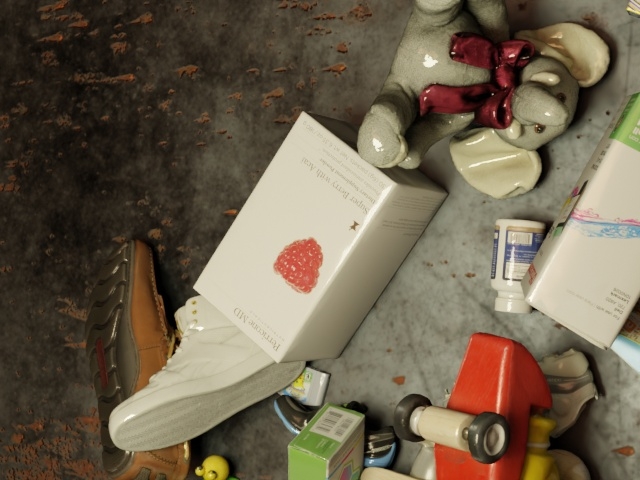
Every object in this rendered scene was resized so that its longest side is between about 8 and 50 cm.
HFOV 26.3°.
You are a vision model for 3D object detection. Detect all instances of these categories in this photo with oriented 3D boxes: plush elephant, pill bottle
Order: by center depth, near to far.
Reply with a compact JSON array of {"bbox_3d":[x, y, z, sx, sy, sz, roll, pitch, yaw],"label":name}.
[{"bbox_3d":[0.217,-0.193,1.731,0.255,0.330,0.272,22,100,5],"label":"plush elephant"},{"bbox_3d":[0.257,0.033,1.788,0.067,0.067,0.120,5,90,29],"label":"pill bottle"}]

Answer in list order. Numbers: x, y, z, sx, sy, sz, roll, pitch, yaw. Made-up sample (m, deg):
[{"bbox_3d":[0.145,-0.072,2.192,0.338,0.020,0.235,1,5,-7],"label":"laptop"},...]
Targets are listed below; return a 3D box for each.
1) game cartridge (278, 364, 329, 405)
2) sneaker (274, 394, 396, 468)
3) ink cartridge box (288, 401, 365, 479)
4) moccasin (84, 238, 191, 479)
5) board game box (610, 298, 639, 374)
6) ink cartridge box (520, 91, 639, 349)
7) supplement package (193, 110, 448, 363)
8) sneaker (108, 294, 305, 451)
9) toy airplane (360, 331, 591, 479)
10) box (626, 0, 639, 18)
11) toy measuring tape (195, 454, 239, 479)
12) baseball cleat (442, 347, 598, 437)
[{"bbox_3d":[-0.029,0.205,1.967,0.083,0.017,0.056,17,99,29],"label":"game cartridge"},{"bbox_3d":[0.023,0.254,1.912,0.188,0.067,0.078,20,91,23],"label":"sneaker"},{"bbox_3d":[0.008,0.335,1.840,0.062,0.109,0.209,17,124,24],"label":"ink cartridge box"},{"bbox_3d":[-0.254,0.174,2.025,0.139,0.147,0.380,-42,49,37],"label":"moccasin"},{"bbox_3d":[0.520,0.078,1.625,0.224,0.097,0.303,44,109,24],"label":"board game box"},{"bbox_3d":[0.354,-0.028,1.637,0.117,0.201,0.278,29,97,4],"label":"ink cartridge box"},{"bbox_3d":[0.000,0.000,1.870,0.177,0.175,0.293,39,106,24],"label":"supplement package"},{"bbox_3d":[-0.188,0.176,1.935,0.169,0.292,0.108,51,153,35],"label":"sneaker"},{"bbox_3d":[0.236,0.348,1.677,0.386,0.272,0.384,55,134,23],"label":"toy airplane"},{"bbox_3d":[0.465,-0.276,1.677,0.168,0.054,0.059,24,100,14],"label":"box"},{"bbox_3d":[-0.191,0.472,1.987,0.121,0.121,0.330,15,95,29],"label":"toy measuring tape"},{"bbox_3d":[0.258,0.213,1.776,0.205,0.072,0.110,-24,80,28],"label":"baseball cleat"}]
